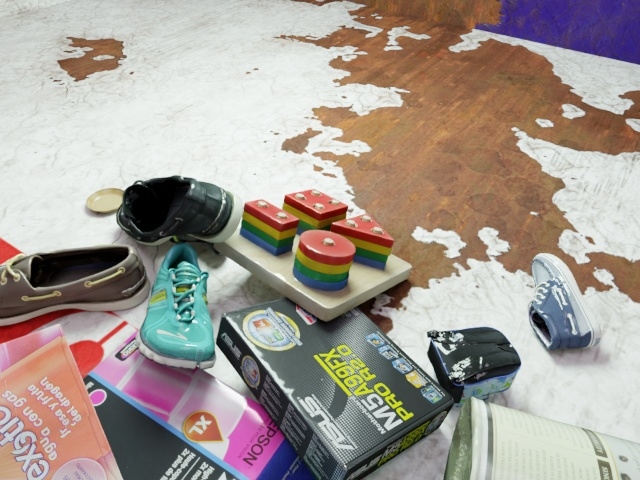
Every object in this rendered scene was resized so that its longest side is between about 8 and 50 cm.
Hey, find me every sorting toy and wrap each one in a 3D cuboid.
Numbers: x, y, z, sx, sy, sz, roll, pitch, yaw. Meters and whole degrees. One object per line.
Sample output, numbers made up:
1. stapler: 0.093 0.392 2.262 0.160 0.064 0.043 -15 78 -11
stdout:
1. sorting toy: 0.000 0.000 0.844 0.255 0.090 0.257 29 28 30

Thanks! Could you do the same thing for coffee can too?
1. coffee can: 0.272 0.295 0.496 0.275 0.202 0.202 13 42 12

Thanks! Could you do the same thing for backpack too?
1. backpack: 0.222 0.181 0.714 0.114 0.084 0.105 -10 41 -8

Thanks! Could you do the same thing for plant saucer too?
1. plant saucer: -0.451 -0.082 1.038 0.083 0.015 0.084 1 41 -1

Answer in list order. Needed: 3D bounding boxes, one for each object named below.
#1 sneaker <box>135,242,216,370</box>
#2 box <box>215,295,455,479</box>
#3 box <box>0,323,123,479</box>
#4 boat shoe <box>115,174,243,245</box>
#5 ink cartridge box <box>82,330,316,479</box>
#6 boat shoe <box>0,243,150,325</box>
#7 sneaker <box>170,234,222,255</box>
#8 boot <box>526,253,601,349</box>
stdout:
1. sneaker: -0.209 0.090 0.720 0.106 0.110 0.275 11 19 -26
2. box: 0.016 0.181 0.677 0.216 0.060 0.270 -9 38 -41
3. box: -0.294 0.212 0.434 0.154 0.300 0.142 -19 72 -38
4. boat shoe: -0.285 -0.058 0.854 0.339 0.113 0.127 10 77 42
5. ink cartridge box: -0.162 0.267 0.620 0.370 0.069 0.176 25 46 20
6. boat shoe: -0.457 0.064 0.808 0.323 0.097 0.117 -4 42 -7
7. sneaker: -0.249 -0.016 0.947 0.188 0.067 0.078 30 69 26
8. boot: 0.385 0.096 0.828 0.085 0.069 0.190 -3 43 -10
